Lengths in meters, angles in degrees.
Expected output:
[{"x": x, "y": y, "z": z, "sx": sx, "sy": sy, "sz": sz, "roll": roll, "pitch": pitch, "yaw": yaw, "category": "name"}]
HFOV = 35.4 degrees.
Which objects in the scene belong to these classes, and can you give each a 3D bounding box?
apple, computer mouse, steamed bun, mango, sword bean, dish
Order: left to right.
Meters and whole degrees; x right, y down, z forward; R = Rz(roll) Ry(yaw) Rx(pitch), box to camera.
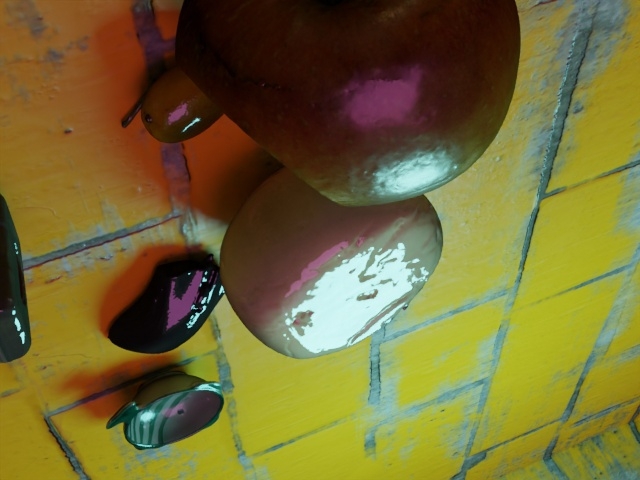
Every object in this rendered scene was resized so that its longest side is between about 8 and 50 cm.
[{"x": -0.232, "y": -0.175, "z": 1.286, "sx": 0.012, "sy": 0.012, "sz": 0.083, "roll": 11, "pitch": 131, "yaw": -45, "category": "sword bean"}, {"x": -0.295, "y": 0.304, "z": 1.878, "sx": 0.224, "sy": 0.078, "sz": 0.246, "roll": -43, "pitch": 146, "yaw": 24, "category": "dish"}, {"x": -0.240, "y": 0.122, "z": 1.655, "sx": 0.147, "sy": 0.088, "sz": 0.264, "roll": 3, "pitch": 135, "yaw": -43, "category": "computer mouse"}, {"x": -0.153, "y": -0.185, "z": 1.268, "sx": 0.161, "sy": 0.076, "sz": 0.103, "roll": -31, "pitch": 153, "yaw": -11, "category": "mango"}, {"x": 0.000, "y": 0.000, "z": 1.510, "sx": 0.334, "sy": 0.233, "sz": 0.312, "roll": -34, "pitch": 147, "yaw": -5, "category": "steamed bun"}, {"x": 0.035, "y": -0.215, "z": 1.156, "sx": 0.384, "sy": 0.374, "sz": 0.374, "roll": 2, "pitch": 150, "yaw": 10, "category": "apple"}]

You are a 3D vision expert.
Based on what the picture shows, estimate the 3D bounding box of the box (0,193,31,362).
[{"x": -0.448, "y": 0.051, "z": 1.272, "sx": 0.129, "sy": 0.210, "sz": 0.148, "roll": -12, "pitch": 145, "yaw": -11, "category": "box"}]
